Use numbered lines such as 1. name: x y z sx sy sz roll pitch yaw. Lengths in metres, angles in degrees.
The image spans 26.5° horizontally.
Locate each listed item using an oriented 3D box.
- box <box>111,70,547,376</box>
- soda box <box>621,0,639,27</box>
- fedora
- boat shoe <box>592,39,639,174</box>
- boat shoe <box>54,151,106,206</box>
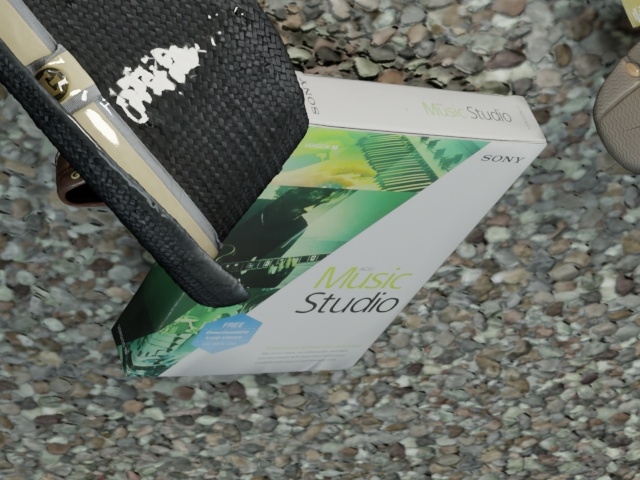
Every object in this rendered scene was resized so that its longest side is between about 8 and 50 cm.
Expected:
1. box: 0.000 0.000 1.084 0.232 0.058 0.322 1 141 -35
2. soda box: 0.199 -0.229 0.890 0.058 0.061 0.181 -20 135 18
3. fedora: -0.121 -0.118 0.875 0.152 0.334 0.334 -41 133 -5
4. boat shoe: 0.369 -0.127 0.948 0.355 0.132 0.130 -21 161 15
5. boat shoe: -0.102 -0.056 1.058 0.207 0.073 0.073 -5 136 0
